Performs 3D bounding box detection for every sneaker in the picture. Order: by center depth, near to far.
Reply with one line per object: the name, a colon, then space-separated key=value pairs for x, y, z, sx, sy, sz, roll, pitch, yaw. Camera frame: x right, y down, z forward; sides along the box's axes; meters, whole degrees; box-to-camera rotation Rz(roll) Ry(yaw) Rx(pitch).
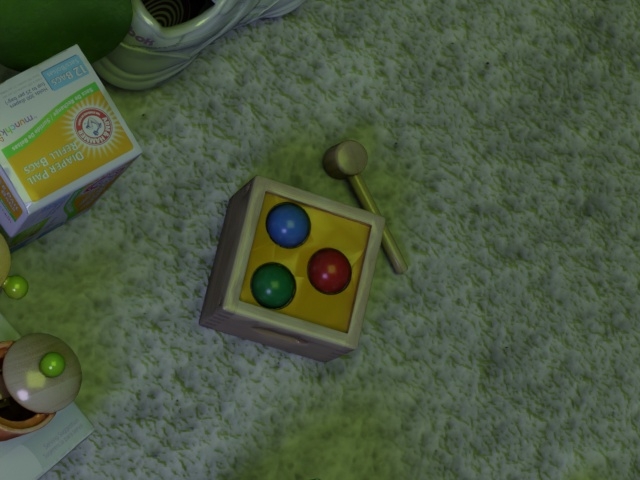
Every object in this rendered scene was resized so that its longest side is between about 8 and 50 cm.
sneaker: x=-0.072 y=-0.247 z=1.611 sx=0.305 sy=0.152 sz=0.114 roll=-43 pitch=92 yaw=-24

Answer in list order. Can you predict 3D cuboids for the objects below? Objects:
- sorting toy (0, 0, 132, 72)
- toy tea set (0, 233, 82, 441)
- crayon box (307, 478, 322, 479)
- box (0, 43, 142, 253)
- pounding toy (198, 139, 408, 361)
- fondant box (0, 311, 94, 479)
sorting toy: x=-0.252 y=-0.213 z=1.503 sx=0.365 sy=0.127 sz=0.126 roll=-26 pitch=57 yaw=14
toy tea set: x=-0.325 y=0.024 z=1.355 sx=0.336 sy=0.124 sz=0.200 roll=25 pitch=58 yaw=-20
crayon box: x=-0.023 y=0.346 z=1.481 sx=0.081 sy=0.165 sz=0.278 roll=-12 pitch=82 yaw=-22
box: x=-0.240 y=-0.066 z=1.479 sx=0.114 sy=0.203 sz=0.103 roll=-31 pitch=89 yaw=-23
pounding toy: x=0.010 y=-0.003 z=1.613 sx=0.181 sy=0.094 sz=0.206 roll=18 pitch=73 yaw=-15
fondant box: x=-0.378 y=0.105 z=1.425 sx=0.330 sy=0.096 sz=0.238 roll=50 pitch=54 yaw=-2
